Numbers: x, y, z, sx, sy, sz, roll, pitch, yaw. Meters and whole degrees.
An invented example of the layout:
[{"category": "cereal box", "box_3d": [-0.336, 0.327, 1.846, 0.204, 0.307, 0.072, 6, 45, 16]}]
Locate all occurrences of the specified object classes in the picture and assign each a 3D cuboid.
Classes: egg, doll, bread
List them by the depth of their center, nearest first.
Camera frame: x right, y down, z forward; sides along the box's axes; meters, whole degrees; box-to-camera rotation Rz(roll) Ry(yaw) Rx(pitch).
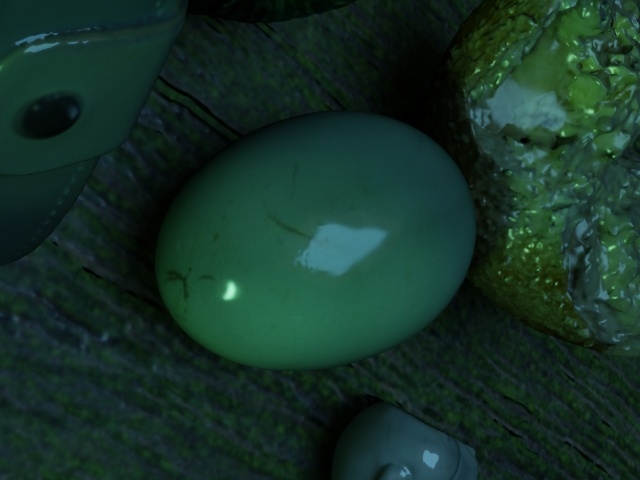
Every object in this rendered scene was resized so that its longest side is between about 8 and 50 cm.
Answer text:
[{"category": "egg", "box_3d": [0.000, 0.000, 0.673, 0.231, 0.168, 0.168, -15, 100, -32]}, {"category": "doll", "box_3d": [0.047, 0.210, 0.753, 0.110, 0.107, 0.180, 40, 65, -53]}, {"category": "bread", "box_3d": [0.159, -0.060, 0.783, 0.171, 0.192, 0.314, -33, 120, -29]}]

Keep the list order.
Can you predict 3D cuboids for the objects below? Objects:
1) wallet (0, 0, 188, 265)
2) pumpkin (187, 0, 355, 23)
[{"category": "wallet", "box_3d": [-0.182, -0.084, 0.444, 0.252, 0.360, 0.083, -6, 57, -38]}, {"category": "pumpkin", "box_3d": [-0.047, -0.261, 0.620, 0.293, 0.197, 0.263, -11, 85, -31]}]
